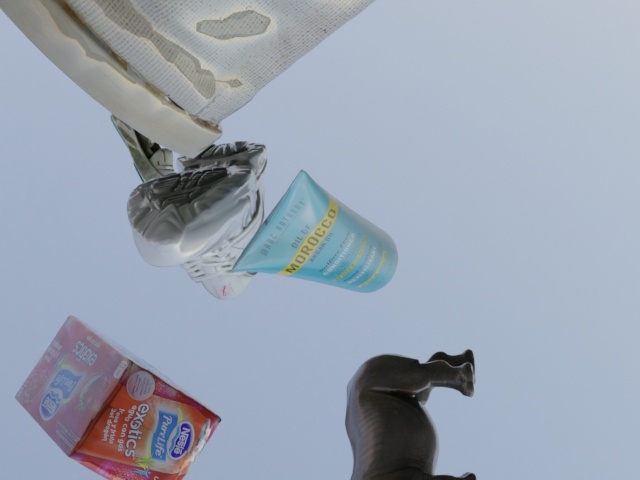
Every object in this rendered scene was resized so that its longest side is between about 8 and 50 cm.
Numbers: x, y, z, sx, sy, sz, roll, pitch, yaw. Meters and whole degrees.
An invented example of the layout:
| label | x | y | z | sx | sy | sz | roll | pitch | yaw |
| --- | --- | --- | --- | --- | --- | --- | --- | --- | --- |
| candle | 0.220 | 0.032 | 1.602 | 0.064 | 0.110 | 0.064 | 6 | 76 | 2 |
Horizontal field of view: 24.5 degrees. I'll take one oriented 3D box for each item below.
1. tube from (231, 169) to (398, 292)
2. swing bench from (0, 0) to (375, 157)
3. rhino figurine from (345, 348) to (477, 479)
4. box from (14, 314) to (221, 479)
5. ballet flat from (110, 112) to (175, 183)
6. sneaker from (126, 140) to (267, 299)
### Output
| label | x | y | z | sx | sy | sz | roll | pitch | yaw |
| --- | --- | --- | --- | --- | --- | --- | --- | --- | --- |
| tube | 0.000 | 0.000 | 1.050 | 0.052 | 0.080 | 0.207 | 32 | -176 | 22 |
| swing bench | -0.038 | -0.218 | 0.598 | 0.165 | 0.253 | 0.255 | 34 | -156 | -49 |
| rhino figurine | 0.070 | 0.192 | 1.142 | 0.106 | 0.073 | 0.243 | -3 | -119 | 8 |
| box | -0.231 | 0.186 | 1.640 | 0.128 | 0.123 | 0.257 | 36 | 173 | -25 |
| ballet flat | -0.230 | -0.123 | 1.983 | 0.168 | 0.052 | 0.057 | 59 | -153 | 12 |
| sneaker | -0.079 | -0.004 | 1.130 | 0.232 | 0.090 | 0.115 | -50 | -48 | -71 |
